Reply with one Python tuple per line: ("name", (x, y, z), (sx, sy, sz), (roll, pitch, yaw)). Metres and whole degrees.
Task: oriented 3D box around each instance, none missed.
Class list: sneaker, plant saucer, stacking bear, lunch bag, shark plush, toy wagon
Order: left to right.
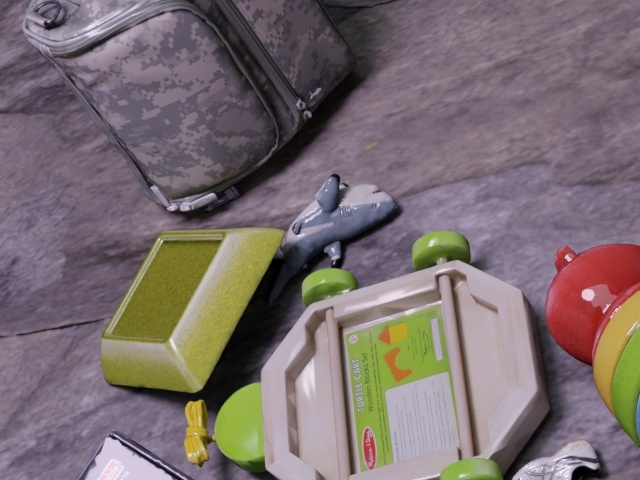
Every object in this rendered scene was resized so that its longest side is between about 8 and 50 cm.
("plant saucer", (-0.143, 0.057, 1.748), (0.188, 0.045, 0.188), (-1, 56, 54))
("lunch bag", (-0.143, -0.203, 1.805), (0.256, 0.305, 0.212), (-46, 46, -11))
("shark plush", (0.000, 0.000, 1.747), (0.067, 0.073, 0.161), (44, 79, 11))
("toy wagon", (0.037, 0.144, 1.616), (0.344, 0.068, 0.267), (-18, 51, 18))
("sneaker", (0.203, 0.205, 1.504), (0.083, 0.032, 0.037), (-32, 49, 7))
("stacking bear", (0.300, 0.095, 1.453), (0.164, 0.175, 0.289), (-39, 39, -9))

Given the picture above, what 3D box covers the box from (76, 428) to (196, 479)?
("box", (-0.140, 0.357, 1.474), (0.293, 0.073, 0.295), (30, 77, 21))
